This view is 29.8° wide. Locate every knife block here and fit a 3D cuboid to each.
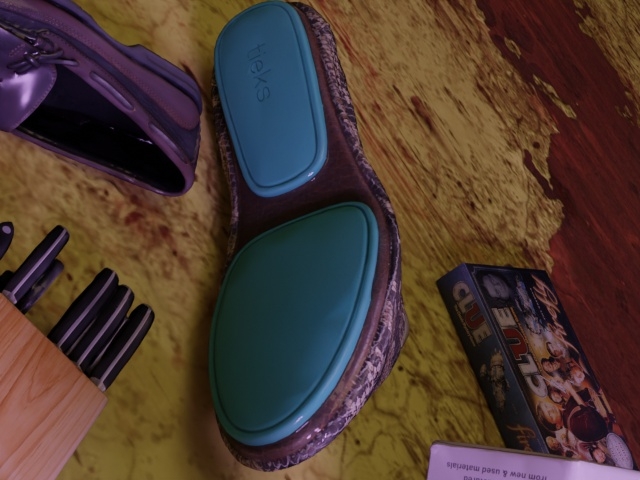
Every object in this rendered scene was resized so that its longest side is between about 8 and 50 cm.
[{"bbox_3d":[-0.186,0.116,0.708,0.242,0.088,0.276,11,51,-45],"label":"knife block"}]

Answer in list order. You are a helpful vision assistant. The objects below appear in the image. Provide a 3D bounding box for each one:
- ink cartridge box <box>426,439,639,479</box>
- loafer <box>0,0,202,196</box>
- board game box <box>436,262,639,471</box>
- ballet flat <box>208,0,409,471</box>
[{"bbox_3d":[0.169,0.307,0.816,0.223,0.129,0.307,18,76,-41],"label":"ink cartridge box"},{"bbox_3d":[-0.202,-0.114,0.893,0.302,0.109,0.095,20,50,-45],"label":"loafer"},{"bbox_3d":[0.226,0.141,1.243,0.165,0.042,0.243,5,56,-49],"label":"board game box"},{"bbox_3d":[0.000,0.000,1.011,0.182,0.164,0.483,50,25,-45],"label":"ballet flat"}]
